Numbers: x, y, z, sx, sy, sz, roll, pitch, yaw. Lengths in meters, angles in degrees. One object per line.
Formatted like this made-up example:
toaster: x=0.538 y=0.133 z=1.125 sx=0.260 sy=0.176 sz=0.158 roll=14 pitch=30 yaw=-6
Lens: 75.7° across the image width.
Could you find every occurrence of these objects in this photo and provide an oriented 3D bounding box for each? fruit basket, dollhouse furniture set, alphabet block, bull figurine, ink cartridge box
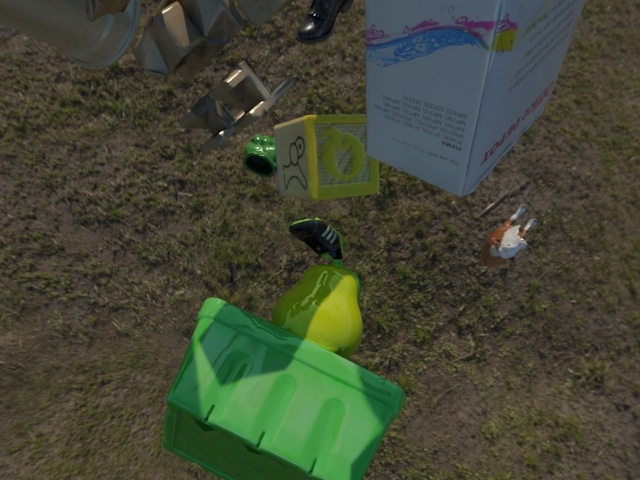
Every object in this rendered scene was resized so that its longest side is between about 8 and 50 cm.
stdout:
fruit basket: x=-0.044 y=0.222 z=0.727 sx=0.391 sy=0.283 sz=0.392 roll=12 pitch=39 yaw=-10
dollhouse furniture set: x=-0.154 y=-0.409 z=0.680 sx=0.362 sy=0.393 sz=0.257 roll=51 pitch=55 yaw=-23
alphabet block: x=0.012 y=-0.203 z=1.016 sx=0.193 sy=0.197 sz=0.193 roll=-11 pitch=104 yaw=-25
bull figurine: x=0.599 y=0.000 z=1.322 sx=0.101 sy=0.310 sz=0.188 roll=43 pitch=84 yaw=14
ink cartridge box: x=0.150 y=-0.230 z=0.368 sx=0.131 sy=0.307 sz=0.226 roll=32 pitch=58 yaw=28

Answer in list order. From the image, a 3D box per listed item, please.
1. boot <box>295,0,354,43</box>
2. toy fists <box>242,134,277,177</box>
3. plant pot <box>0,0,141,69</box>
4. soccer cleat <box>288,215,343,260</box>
boot: x=0.003 y=-0.661 z=1.037 sx=0.091 sy=0.229 sz=0.263 roll=26 pitch=70 yaw=18
toy fists: x=-0.105 y=-0.257 z=1.317 sx=0.278 sy=0.096 sz=0.142 roll=18 pitch=39 yaw=-3
plant pot: x=-0.663 y=-0.611 z=0.965 sx=0.334 sy=0.333 sz=0.305 roll=58 pitch=25 yaw=6
soccer cleat: x=0.000 y=0.000 z=0.843 sx=0.178 sy=0.060 sz=0.073 roll=20 pitch=53 yaw=-57
